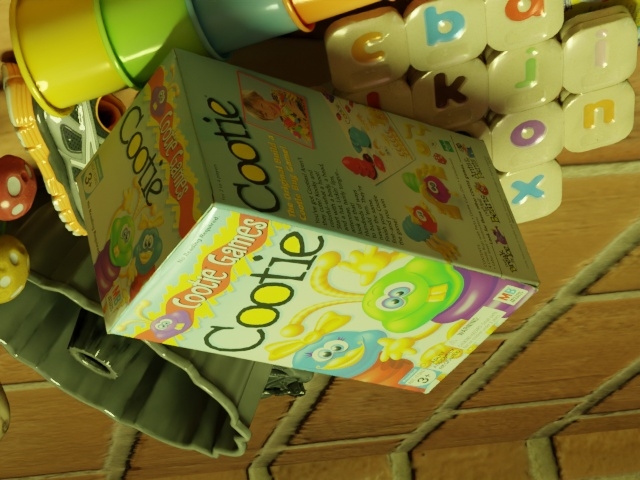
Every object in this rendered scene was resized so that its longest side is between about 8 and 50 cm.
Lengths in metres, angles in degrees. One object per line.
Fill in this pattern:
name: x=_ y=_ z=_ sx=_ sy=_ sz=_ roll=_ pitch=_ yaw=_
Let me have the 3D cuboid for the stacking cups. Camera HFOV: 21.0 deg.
stacking cups: x=-0.048 y=-0.171 z=1.171 sx=0.316 sy=0.096 sz=0.096 roll=-16 pitch=162 yaw=12

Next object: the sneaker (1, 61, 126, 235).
sneaker: x=-0.185 y=-0.074 z=1.383 sx=0.083 sy=0.084 sz=0.215 roll=-18 pitch=151 yaw=0

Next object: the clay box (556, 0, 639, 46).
clay box: x=0.254 y=-0.193 z=1.279 sx=0.222 sy=0.053 sz=0.127 roll=-6 pitch=161 yaw=-3

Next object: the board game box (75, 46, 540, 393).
board game box: x=-0.009 y=-0.006 z=1.211 sx=0.275 sy=0.144 sz=0.142 roll=14 pitch=133 yaw=-34

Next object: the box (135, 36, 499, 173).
box: x=0.019 y=-0.081 z=1.415 sx=0.311 sy=0.121 sz=0.148 roll=0 pitch=160 yaw=-26

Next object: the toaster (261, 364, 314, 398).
toaster: x=-0.100 y=0.090 z=1.869 sx=0.227 sy=0.146 sz=0.129 roll=8 pitch=157 yaw=-40

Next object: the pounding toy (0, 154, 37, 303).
pounding toy: x=-0.282 y=0.009 z=1.341 sx=0.110 sy=0.236 sz=0.183 roll=11 pitch=153 yaw=18

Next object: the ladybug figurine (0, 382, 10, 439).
ladybug figurine: x=-0.500 y=0.167 z=1.909 sx=0.305 sy=0.161 sz=0.449 roll=-5 pitch=162 yaw=-11

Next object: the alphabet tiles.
alphabet tiles: x=0.096 y=-0.089 z=1.285 sx=0.284 sy=0.021 sz=0.278 roll=-15 pitch=144 yaw=-2

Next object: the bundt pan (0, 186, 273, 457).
bundt pan: x=-0.182 y=0.066 z=1.618 sx=0.331 sy=0.124 sz=0.331 roll=25 pitch=157 yaw=11
